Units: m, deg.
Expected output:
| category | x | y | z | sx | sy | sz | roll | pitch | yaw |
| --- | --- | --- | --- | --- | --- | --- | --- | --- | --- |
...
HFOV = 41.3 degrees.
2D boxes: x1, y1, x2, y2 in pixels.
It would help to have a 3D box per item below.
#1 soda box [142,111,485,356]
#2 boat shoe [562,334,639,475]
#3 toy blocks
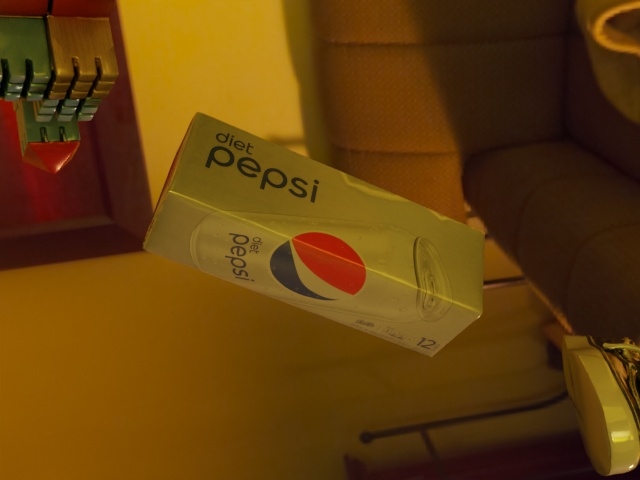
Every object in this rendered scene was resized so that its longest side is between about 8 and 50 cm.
| category | x | y | z | sx | sy | sz | roll | pitch | yaw |
| --- | --- | --- | --- | --- | --- | --- | --- | --- | --- |
| soda box | 0.000 | 0.000 | 0.745 | 0.091 | 0.286 | 0.098 | 127 | 161 | -49 |
| boat shoe | 0.319 | 0.160 | 0.884 | 0.306 | 0.105 | 0.113 | -2 | -95 | -78 |
| toy blocks | -0.241 | -0.217 | 0.698 | 0.381 | 0.191 | 0.260 | -31 | 68 | 59 |
